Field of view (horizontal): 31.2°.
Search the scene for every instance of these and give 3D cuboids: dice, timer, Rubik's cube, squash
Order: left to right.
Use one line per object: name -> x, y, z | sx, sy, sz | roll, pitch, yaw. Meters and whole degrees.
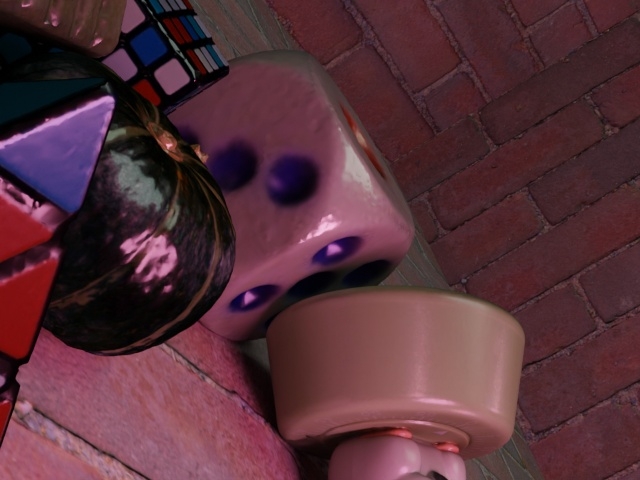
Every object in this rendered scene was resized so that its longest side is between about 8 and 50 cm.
Rubik's cube -> -0.204, 0.041, 0.649 | 0.284, 0.250, 0.234 | -109, -176, -66
squash -> -0.180, -0.030, 0.916 | 0.252, 0.165, 0.252 | 51, 10, -12
Rubik's cube -> -0.219, -0.187, 1.120 | 0.182, 0.184, 0.187 | 57, 10, -9
dice -> -0.055, -0.049, 1.314 | 0.259, 0.251, 0.243 | 64, 10, 26
timer -> 0.081, 0.241, 1.233 | 0.291, 0.291, 0.315 | 44, 42, -54

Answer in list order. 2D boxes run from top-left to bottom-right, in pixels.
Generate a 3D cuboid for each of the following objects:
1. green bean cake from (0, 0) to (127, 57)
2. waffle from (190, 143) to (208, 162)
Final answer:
green bean cake -> -0.282, -0.231, 0.884 | 0.222, 0.227, 0.124 | 8, 94, -71
waffle -> -0.163, -0.032, 1.133 | 0.191, 0.125, 0.032 | -109, -169, -55
